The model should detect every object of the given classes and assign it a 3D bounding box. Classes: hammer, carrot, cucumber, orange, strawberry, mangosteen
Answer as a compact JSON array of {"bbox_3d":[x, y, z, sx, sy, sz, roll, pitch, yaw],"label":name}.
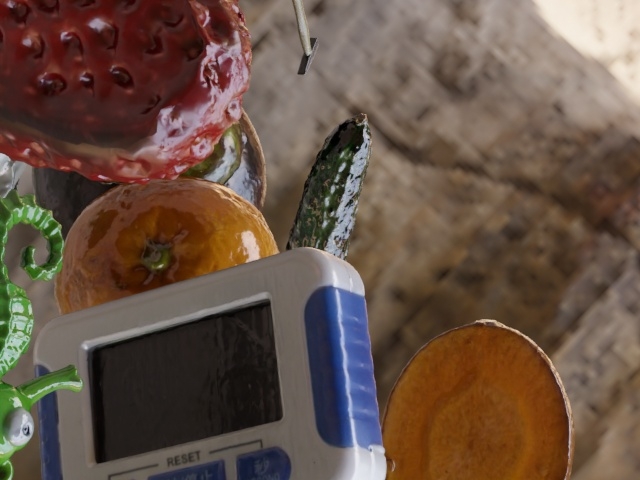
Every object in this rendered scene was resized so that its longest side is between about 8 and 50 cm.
[{"bbox_3d":[-0.029,-0.287,2.372,0.199,0.013,0.062,77,26,-50],"label":"hammer"},{"bbox_3d":[0.202,0.254,2.493,0.100,0.258,0.307,145,-50,-87],"label":"carrot"},{"bbox_3d":[0.000,0.000,1.859,0.067,0.067,0.293,-39,148,-48],"label":"cucumber"},{"bbox_3d":[-0.168,0.051,2.198,0.261,0.261,0.261,-45,173,-7],"label":"orange"},{"bbox_3d":[-0.188,-0.183,1.832,0.317,0.345,0.295,-43,145,-12],"label":"strawberry"},{"bbox_3d":[-0.225,-0.090,2.494,0.330,0.330,0.330,-45,173,-7],"label":"mangosteen"}]

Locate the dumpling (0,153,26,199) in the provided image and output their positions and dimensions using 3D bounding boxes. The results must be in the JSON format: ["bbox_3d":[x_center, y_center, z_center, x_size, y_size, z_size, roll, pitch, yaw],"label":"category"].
[{"bbox_3d":[-0.390,-0.139,2.105,0.142,0.172,0.247,133,-39,-63],"label":"dumpling"}]

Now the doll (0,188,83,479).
[{"bbox_3d":[-0.200,0.060,1.224,0.115,0.190,0.050,12,166,-42],"label":"doll"}]

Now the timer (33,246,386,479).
[{"bbox_3d":[-0.077,0.116,1.334,0.253,0.178,0.078,-15,160,28],"label":"timer"}]
